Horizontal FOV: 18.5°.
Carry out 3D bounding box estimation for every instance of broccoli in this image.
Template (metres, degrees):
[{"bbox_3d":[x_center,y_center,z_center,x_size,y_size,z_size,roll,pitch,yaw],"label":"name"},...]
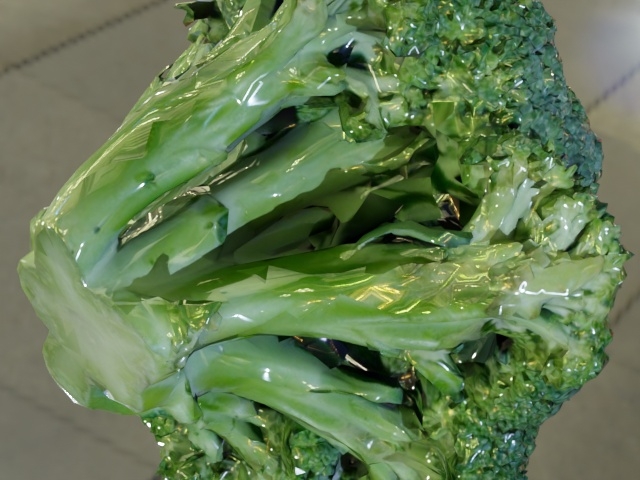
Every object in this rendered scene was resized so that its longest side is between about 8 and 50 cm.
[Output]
[{"bbox_3d":[0.000,0.000,0.829,0.245,0.295,0.265,-27,42,-26],"label":"broccoli"}]
